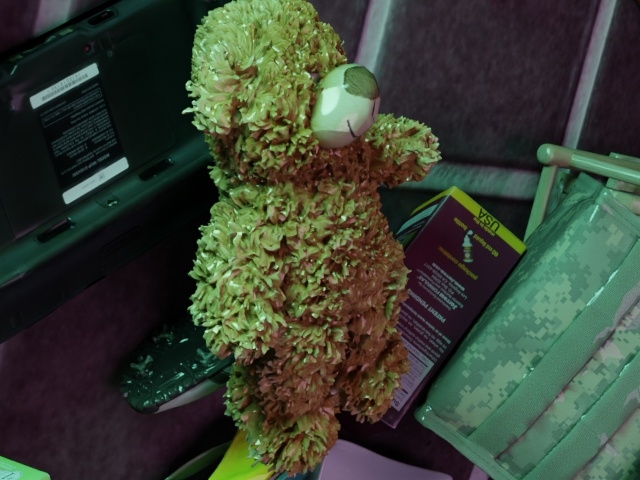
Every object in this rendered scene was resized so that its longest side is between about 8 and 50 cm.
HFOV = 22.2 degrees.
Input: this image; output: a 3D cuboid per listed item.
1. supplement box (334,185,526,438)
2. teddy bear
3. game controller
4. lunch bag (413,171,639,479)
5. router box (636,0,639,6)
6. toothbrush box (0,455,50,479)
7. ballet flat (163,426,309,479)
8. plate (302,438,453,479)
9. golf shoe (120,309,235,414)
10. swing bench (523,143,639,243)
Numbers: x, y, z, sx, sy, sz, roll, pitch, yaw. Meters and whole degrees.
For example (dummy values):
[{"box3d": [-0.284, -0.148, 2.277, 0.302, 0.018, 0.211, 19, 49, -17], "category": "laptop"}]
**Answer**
[{"box3d": [0.068, 0.059, 1.304, 0.081, 0.104, 0.188, 39, 72, -5], "category": "supplement box"}, {"box3d": [0.000, 0.000, 1.109, 0.245, 0.113, 0.338, -9, 109, -45], "category": "teddy bear"}, {"box3d": [-0.160, -0.054, 1.068, 0.319, 0.067, 0.166, -35, 115, -33], "category": "game controller"}, {"box3d": [0.249, 0.129, 1.295, 0.287, 0.169, 0.235, 40, 97, -5], "category": "lunch bag"}, {"box3d": [0.427, -0.327, 1.556, 0.335, 0.082, 0.301, -59, 139, -10], "category": "router box"}, {"box3d": [-0.288, 0.277, 0.994, 0.283, 0.122, 0.206, -26, 114, -40], "category": "toothbrush box"}, {"box3d": [-0.106, 0.222, 1.227, 0.231, 0.077, 0.077, -45, 162, -25], "category": "ballet flat"}, {"box3d": [0.012, 0.312, 1.373, 0.277, 0.045, 0.278, 30, 75, -62], "category": "plate"}, {"box3d": [-0.060, 0.086, 1.217, 0.198, 0.077, 0.094, -35, 130, -31], "category": "golf shoe"}, {"box3d": [0.285, 0.055, 1.509, 0.254, 0.165, 0.253, 0, 107, -63], "category": "swing bench"}]
